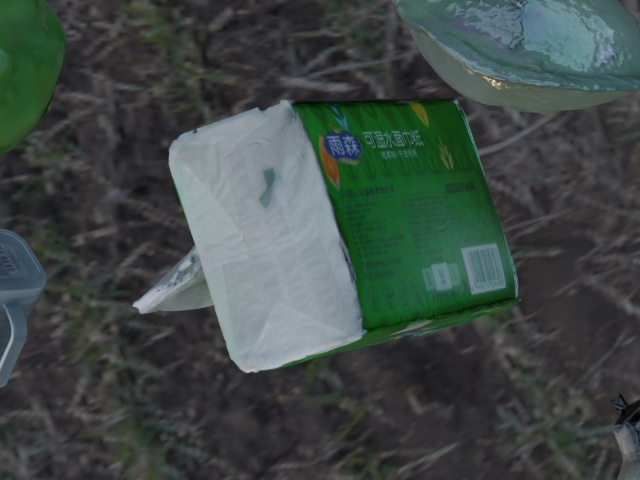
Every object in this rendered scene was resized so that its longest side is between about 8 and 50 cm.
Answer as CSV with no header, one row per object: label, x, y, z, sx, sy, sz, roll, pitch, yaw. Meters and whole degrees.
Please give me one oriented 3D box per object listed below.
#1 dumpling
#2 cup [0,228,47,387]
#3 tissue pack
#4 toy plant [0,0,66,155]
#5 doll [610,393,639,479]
dumpling,0.149,-0.150,1.371,0.216,0.149,0.105,15,84,8
cup,-0.331,0.075,1.843,0.128,0.095,0.129,54,129,32
tissue pack,-0.001,-0.001,1.161,0.156,0.209,0.148,-18,85,31
toy plant,-0.196,-0.014,0.461,0.356,0.210,0.317,151,127,-62
doll,0.244,0.207,1.259,0.149,0.192,0.095,28,136,-7
